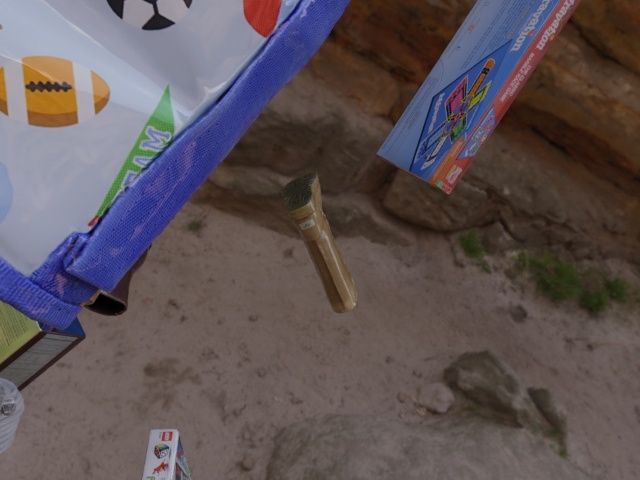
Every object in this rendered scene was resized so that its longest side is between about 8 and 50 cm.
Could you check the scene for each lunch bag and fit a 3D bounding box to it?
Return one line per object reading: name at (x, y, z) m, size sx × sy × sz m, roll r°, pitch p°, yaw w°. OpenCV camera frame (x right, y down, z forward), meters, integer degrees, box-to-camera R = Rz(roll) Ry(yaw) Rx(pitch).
lunch bag at (-0.195, -0.171, 0.384) m, size 0.385 × 0.239 × 0.328 m, roll 33°, pitch 77°, yaw 16°

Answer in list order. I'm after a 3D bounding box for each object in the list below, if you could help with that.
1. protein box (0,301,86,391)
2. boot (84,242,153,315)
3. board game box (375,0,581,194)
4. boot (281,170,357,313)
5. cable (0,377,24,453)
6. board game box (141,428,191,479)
protein box at (-0.658, 0.184, 1.232) m, size 0.200 × 0.201 × 0.136 m, roll 54°, pitch 5°, yaw 24°
boot at (-0.317, -0.040, 0.711) m, size 0.248 × 0.090 × 0.207 m, roll 41°, pitch 24°, yaw -28°
board game box at (0.183, -0.196, 0.668) m, size 0.027 × 0.281 × 0.145 m, roll 30°, pitch 8°, yaw -30°
boot at (0.000, 0.000, 1.317) m, size 0.236 × 0.089 × 0.269 m, roll -83°, pitch 151°, yaw -61°
cable at (-0.550, 0.239, 0.785) m, size 0.257 × 0.089 × 0.257 m, roll 6°, pitch -3°, yaw -20°
board game box at (-0.272, 0.502, 1.028) m, size 0.053 × 0.305 × 0.193 m, roll 0°, pitch 43°, yaw -4°
